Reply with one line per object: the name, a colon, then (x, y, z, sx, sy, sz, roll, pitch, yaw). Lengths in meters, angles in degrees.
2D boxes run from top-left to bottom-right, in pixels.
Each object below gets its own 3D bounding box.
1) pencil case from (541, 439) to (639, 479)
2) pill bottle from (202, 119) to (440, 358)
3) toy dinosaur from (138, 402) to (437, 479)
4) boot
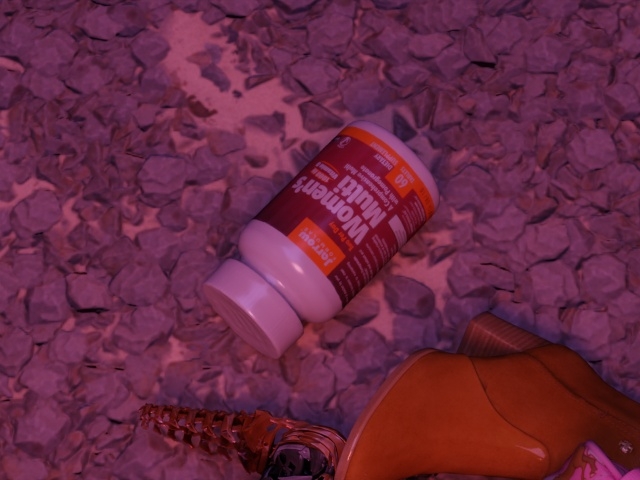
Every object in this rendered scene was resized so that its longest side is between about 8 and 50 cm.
pencil case: (0.120, 0.318, 1.368, 0.386, 0.167, 0.160, -35, 99, 1)
pill bottle: (0.000, 0.000, 1.620, 0.121, 0.121, 0.221, 38, 73, 20)
toy dinosaur: (-0.015, 0.241, 1.515, 0.322, 0.164, 0.218, 13, 46, 29)
boot: (0.166, 0.174, 1.476, 0.211, 0.104, 0.295, 32, 38, 21)
